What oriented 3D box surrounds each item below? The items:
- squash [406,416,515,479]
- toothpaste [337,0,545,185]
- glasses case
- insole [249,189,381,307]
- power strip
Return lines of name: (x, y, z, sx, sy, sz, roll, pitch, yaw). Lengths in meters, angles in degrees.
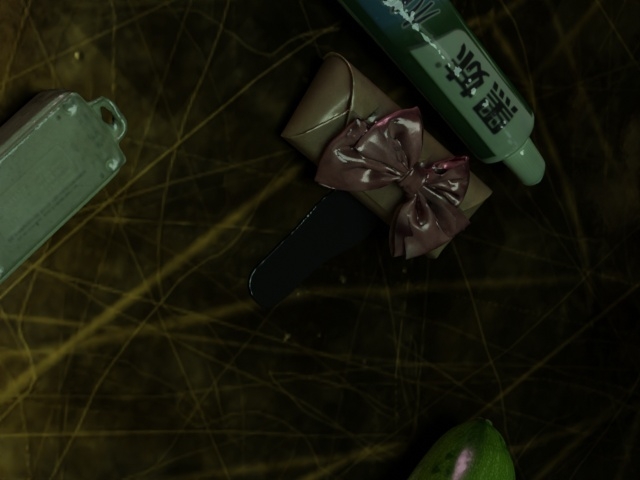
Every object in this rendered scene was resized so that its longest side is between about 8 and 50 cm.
squash: (0.046, 0.317, 1.538, 0.107, 0.107, 0.395, 48, 69, -29)
toothpaste: (0.068, -0.184, 1.509, 0.099, 0.061, 0.392, -50, 119, -16)
glasses case: (0.058, -0.054, 1.510, 0.193, 0.070, 0.102, 39, 72, -31)
insole: (0.000, 0.000, 1.523, 0.153, 0.002, 0.053, -43, 118, -22)
power strip: (-0.245, -0.007, 1.325, 0.272, 0.052, 0.078, -46, 119, -22)
